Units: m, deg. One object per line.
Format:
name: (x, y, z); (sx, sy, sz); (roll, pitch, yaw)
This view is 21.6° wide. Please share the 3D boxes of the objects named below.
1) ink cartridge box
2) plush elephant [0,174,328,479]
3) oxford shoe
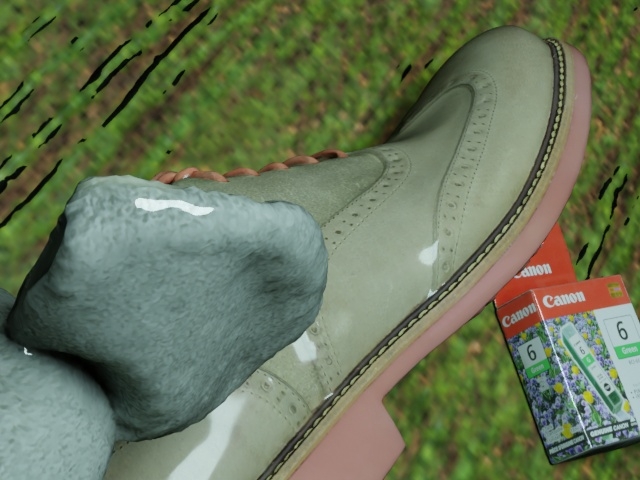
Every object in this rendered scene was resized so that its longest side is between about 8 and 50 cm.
ink cartridge box: (0.118, 0.042, 0.780); (0.063, 0.029, 0.115); (-7, 72, -38)
plush elephant: (-0.155, 0.012, 0.468); (0.272, 0.255, 0.330); (-35, 49, -5)
oxford shoe: (0.000, 0.000, 0.656); (0.130, 0.123, 0.348); (41, 48, -5)
